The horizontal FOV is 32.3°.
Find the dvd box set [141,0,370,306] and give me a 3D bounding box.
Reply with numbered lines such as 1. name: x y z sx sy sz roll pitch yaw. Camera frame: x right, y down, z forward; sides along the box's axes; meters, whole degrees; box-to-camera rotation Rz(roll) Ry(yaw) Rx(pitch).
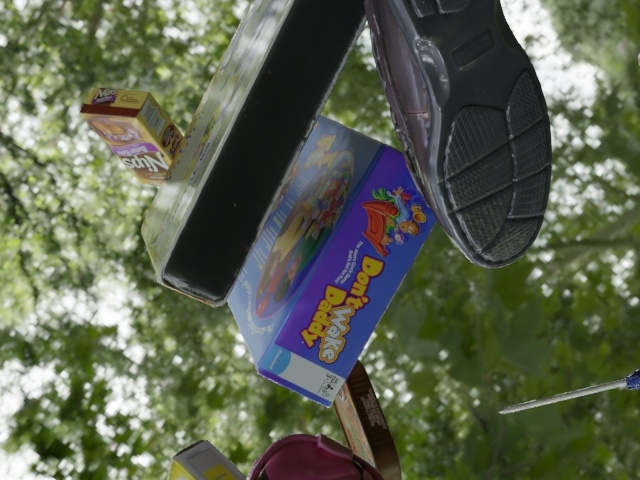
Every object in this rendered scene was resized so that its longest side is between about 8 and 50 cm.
1. dvd box set: -0.071 -0.113 1.021 0.062 0.307 0.420 27 179 -12

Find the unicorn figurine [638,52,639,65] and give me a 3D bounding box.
1. unicorn figurine: 0.274 -0.105 0.820 0.111 0.060 0.161 29 -123 -61

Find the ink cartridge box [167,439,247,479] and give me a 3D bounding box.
1. ink cartridge box: -0.069 0.424 1.210 0.072 0.303 0.307 -19 -134 -41

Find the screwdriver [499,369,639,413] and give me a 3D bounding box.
1. screwdriver: 0.183 0.095 0.698 0.024 0.170 0.025 18 -125 -42

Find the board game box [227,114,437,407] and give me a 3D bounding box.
1. board game box: 0.000 0.000 1.136 0.078 0.233 0.347 29 -175 -15

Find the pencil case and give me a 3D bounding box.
1. pencil case: -0.015 0.202 0.635 0.095 0.209 0.098 24 -140 12

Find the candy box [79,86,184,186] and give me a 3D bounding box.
1. candy box: -0.260 -0.148 1.639 0.109 0.053 0.186 8 154 30

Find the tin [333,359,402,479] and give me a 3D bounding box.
1. tin: 0.054 0.234 1.382 0.040 0.106 0.189 -11 -120 -17

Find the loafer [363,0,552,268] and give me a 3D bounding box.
1. loafer: 0.096 -0.124 0.832 0.095 0.109 0.302 36 149 58
